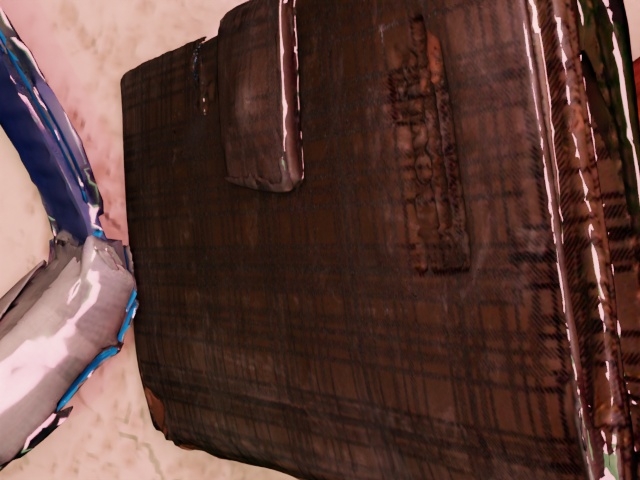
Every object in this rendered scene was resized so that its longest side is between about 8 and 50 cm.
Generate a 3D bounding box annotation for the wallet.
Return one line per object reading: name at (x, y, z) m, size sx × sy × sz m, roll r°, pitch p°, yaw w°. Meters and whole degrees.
wallet at (-0.001, 0.000, 0.479) m, size 0.044 × 0.317 × 0.169 m, roll -8°, pitch 91°, yaw -24°

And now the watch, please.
watch at (-0.225, -0.007, 0.532) m, size 0.276 × 0.068 × 0.275 m, roll -35°, pitch 109°, yaw -17°

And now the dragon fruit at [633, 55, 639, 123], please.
dragon fruit at (0.192, 0.046, 0.487) m, size 0.295 × 0.302 × 0.296 m, roll 0°, pitch 99°, yaw 1°
